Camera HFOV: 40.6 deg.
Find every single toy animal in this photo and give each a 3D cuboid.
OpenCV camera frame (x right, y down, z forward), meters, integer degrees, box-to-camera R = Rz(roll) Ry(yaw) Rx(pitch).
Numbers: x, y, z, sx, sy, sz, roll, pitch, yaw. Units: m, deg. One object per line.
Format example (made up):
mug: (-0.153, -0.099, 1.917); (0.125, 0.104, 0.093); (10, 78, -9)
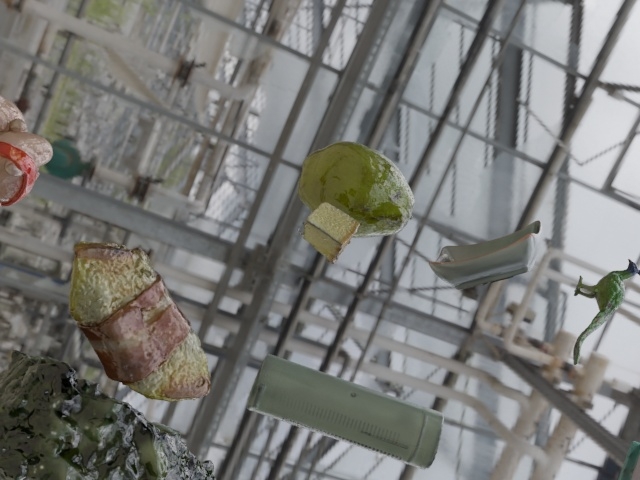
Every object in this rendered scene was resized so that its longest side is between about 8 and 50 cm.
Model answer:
toy animal: (0.419, 0.100, 1.346); (0.217, 0.075, 0.041); (-44, 151, -27)
toy animal: (-0.604, -0.165, 1.641); (0.171, 0.171, 0.198); (-45, -118, 48)

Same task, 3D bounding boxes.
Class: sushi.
sushi: (-0.316, 0.305, 1.199); (0.178, 0.352, 0.294); (-59, -164, -24)

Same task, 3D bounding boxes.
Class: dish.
dish: (0.331, 0.036, 1.683); (0.212, 0.077, 0.151); (-17, -175, 23)

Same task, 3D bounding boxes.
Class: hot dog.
hot dog: (-0.232, 0.104, 1.073); (0.093, 0.262, 0.123); (-2, -150, 46)

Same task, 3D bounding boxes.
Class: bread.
bread: (0.000, 0.000, 1.418); (0.080, 0.084, 0.109); (-47, 172, -49)

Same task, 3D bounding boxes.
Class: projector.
projector: (0.044, 0.302, 1.526); (0.108, 0.337, 0.108); (18, 90, -86)

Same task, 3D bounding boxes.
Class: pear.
pear: (0.079, -0.106, 1.902); (0.212, 0.269, 0.213); (21, 90, -83)

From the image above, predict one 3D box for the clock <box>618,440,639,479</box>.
clock: (0.526, 0.435, 1.311); (0.262, 0.116, 0.231); (-62, 177, -19)
